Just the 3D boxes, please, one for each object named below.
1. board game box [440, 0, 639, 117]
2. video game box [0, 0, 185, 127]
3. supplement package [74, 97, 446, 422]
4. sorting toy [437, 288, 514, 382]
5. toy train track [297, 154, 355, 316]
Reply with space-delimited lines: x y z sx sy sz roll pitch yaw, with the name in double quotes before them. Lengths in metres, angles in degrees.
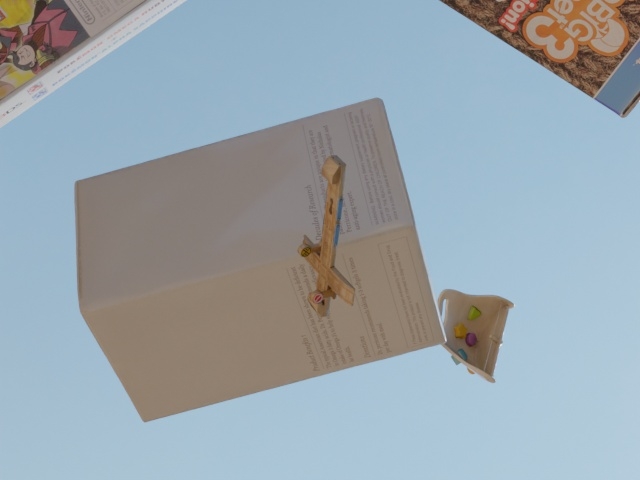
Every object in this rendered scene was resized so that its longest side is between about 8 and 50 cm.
"board game box" 0.172 -0.274 1.025 0.291 0.232 0.141 33 -44 1
"video game box" -0.208 -0.191 0.863 0.205 0.187 0.048 54 -8 9
"supplement package" -0.034 0.012 0.750 0.105 0.179 0.105 72 5 -48
"sorting toy" 0.136 0.084 1.280 0.075 0.083 0.045 33 -29 -29
"toy train track" 0.000 0.000 0.622 0.048 0.014 0.083 47 -40 45
